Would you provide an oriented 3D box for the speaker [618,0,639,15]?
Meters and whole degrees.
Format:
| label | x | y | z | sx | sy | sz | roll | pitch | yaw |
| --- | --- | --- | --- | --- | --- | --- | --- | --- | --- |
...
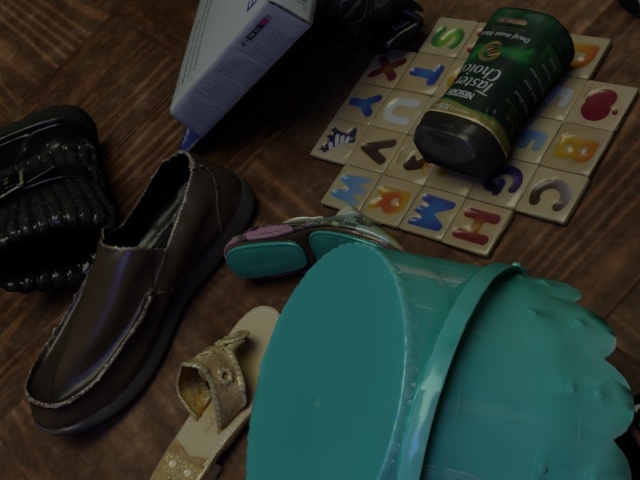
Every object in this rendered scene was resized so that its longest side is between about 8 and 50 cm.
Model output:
| label | x | y | z | sx | sy | sz | roll | pitch | yaw |
| --- | --- | --- | --- | --- | --- | --- | --- | --- | --- |
| speaker | 0.375 | -0.301 | 1.045 | 0.136 | 0.055 | 0.055 | -37 | 46 | 2 |

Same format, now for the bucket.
| label | x | y | z | sx | sy | sz | roll | pitch | yaw |
| --- | --- | --- | --- | --- | --- | --- | --- | --- | --- |
| bucket | 0.075 | 0.139 | 0.736 | 0.281 | 0.183 | 0.281 | -45 | 36 | 47 |

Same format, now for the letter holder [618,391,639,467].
| label | x | y | z | sx | sy | sz | roll | pitch | yaw |
| --- | --- | --- | --- | --- | --- | --- | --- | --- | --- |
| letter holder | 0.307 | 0.151 | 0.639 | 0.152 | 0.214 | 0.301 | -34 | 46 | 6 |

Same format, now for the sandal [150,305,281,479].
| label | x | y | z | sx | sy | sz | roll | pitch | yaw |
| --- | --- | --- | --- | --- | --- | --- | --- | --- | --- |
| sandal | -0.113 | 0.154 | 0.991 | 0.088 | 0.079 | 0.240 | 11 | 64 | 37 |

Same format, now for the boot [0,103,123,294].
| label | x | y | z | sx | sy | sz | roll | pitch | yaw |
| --- | --- | --- | --- | --- | --- | --- | --- | --- | --- |
| boot | -0.423 | -0.016 | 1.275 | 0.348 | 0.131 | 0.260 | -30 | 47 | 9 |

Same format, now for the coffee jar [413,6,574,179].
| label | x | y | z | sx | sy | sz | roll | pitch | yaw |
| --- | --- | --- | --- | --- | --- | --- | --- | --- | --- |
| coffee jar | 0.179 | -0.151 | 1.023 | 0.096 | 0.079 | 0.184 | 22 | 71 | 41 |

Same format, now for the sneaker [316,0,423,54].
| label | x | y | z | sx | sy | sz | roll | pitch | yaw |
| --- | --- | --- | --- | --- | --- | --- | --- | --- | --- |
| sneaker | 0.064 | -0.296 | 1.211 | 0.087 | 0.130 | 0.227 | -46 | 7 | 23 |

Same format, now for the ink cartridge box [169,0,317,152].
| label | x | y | z | sx | sy | sz | roll | pitch | yaw |
| --- | --- | --- | --- | --- | --- | --- | --- | --- | --- |
| ink cartridge box | -0.100 | -0.306 | 1.230 | 0.330 | 0.071 | 0.324 | -35 | 37 | 46 |

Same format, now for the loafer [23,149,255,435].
| label | x | y | z | sx | sy | sz | roll | pitch | yaw |
| --- | --- | --- | --- | --- | --- | --- | --- | --- | --- |
| loafer | -0.224 | 0.044 | 1.107 | 0.134 | 0.130 | 0.365 | 17 | 68 | 39 |

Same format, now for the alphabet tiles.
| label | x | y | z | sx | sy | sz | roll | pitch | yaw |
| --- | --- | --- | --- | --- | --- | --- | --- | --- | --- |
| alphabet tiles | 0.156 | -0.127 | 1.082 | 0.343 | 0.011 | 0.285 | 19 | 69 | 40 |

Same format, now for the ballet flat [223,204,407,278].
| label | x | y | z | sx | sy | sz | roll | pitch | yaw |
| --- | --- | --- | --- | --- | --- | --- | --- | --- | --- |
| ballet flat | 0.000 | 0.000 | 1.050 | 0.222 | 0.076 | 0.079 | -3 | 37 | 31 |
